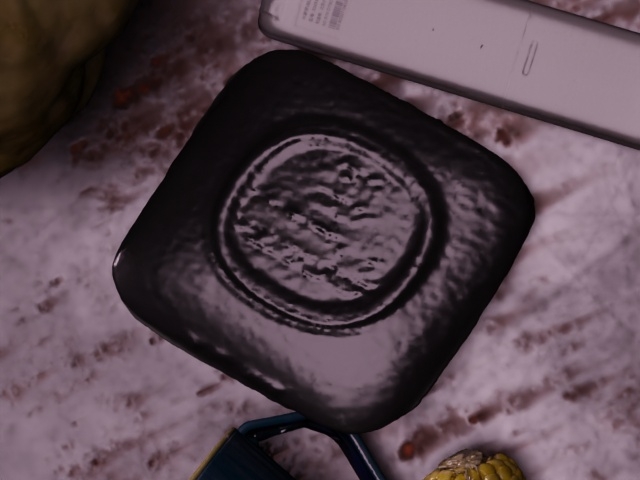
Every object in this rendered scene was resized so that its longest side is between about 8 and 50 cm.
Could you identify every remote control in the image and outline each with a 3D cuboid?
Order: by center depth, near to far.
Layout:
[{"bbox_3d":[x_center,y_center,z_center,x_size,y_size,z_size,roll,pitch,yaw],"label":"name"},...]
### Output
[{"bbox_3d":[0.091,-0.120,1.063,0.261,0.029,0.067,17,94,8],"label":"remote control"}]

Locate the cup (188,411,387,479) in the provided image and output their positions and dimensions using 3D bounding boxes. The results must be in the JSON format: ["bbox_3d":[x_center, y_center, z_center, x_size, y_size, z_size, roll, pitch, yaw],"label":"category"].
[{"bbox_3d":[-0.018,0.192,1.049,0.155,0.131,0.176,38,72,3],"label":"cup"}]

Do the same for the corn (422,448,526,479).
[{"bbox_3d":[0.108,0.223,1.045,0.072,0.072,0.203,-13,90,10],"label":"corn"}]

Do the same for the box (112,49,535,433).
[{"bbox_3d":[0.000,0.000,1.059,0.212,0.042,0.201,31,87,12],"label":"box"}]

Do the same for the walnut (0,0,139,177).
[{"bbox_3d":[-0.225,-0.173,0.994,0.253,0.277,0.282,-31,89,-11],"label":"walnut"}]
